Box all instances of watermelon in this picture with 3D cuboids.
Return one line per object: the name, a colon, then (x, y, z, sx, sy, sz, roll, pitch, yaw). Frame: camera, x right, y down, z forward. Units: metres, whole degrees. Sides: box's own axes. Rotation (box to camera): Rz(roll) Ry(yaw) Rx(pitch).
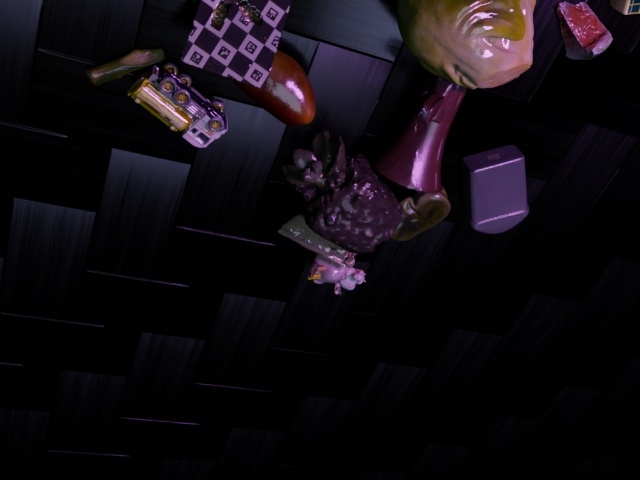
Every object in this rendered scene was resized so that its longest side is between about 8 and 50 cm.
watermelon: (0.647, -0.520, 1.702, 0.098, 0.121, 0.158, -38, 82, -2)

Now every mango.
mango: (-0.114, -0.374, 1.582, 0.267, 0.111, 0.133, 39, 114, -17)

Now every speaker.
speaker: (0.240, -0.289, 1.676, 0.259, 0.198, 0.329, -15, 132, -42)

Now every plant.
plant: (0.047, -0.123, 1.756, 0.215, 0.213, 0.312, -34, 129, 16)

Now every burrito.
burrito: (0.000, 0.000, 1.889, 0.226, 0.087, 0.060, 31, 158, -1)

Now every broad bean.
broad bean: (0.279, -0.076, 1.949, 0.153, 0.072, 0.207, 26, 129, -26)

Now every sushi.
sushi: (-0.174, -0.492, 1.493, 0.193, 0.043, 0.279, 16, 98, -18)

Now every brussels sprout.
brussels sprout: (0.325, -0.492, 1.475, 0.344, 0.268, 0.343, 0, 88, -7)

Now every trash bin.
trash bin: (0.488, -0.135, 1.926, 0.177, 0.101, 0.236, -15, 127, 0)

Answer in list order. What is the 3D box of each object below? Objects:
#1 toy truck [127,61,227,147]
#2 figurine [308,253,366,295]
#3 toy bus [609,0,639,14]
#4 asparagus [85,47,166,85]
toy truck: (-0.327, -0.313, 1.596, 0.114, 0.098, 0.227, -39, 123, 22)
figurine: (0.046, 0.082, 1.987, 0.137, 0.112, 0.229, -33, 140, 20)
toy bus: (0.751, -0.628, 1.611, 0.101, 0.088, 0.175, -8, 130, -6)
asparagus: (-0.436, -0.394, 1.542, 0.179, 0.041, 0.045, -20, 122, 1)
